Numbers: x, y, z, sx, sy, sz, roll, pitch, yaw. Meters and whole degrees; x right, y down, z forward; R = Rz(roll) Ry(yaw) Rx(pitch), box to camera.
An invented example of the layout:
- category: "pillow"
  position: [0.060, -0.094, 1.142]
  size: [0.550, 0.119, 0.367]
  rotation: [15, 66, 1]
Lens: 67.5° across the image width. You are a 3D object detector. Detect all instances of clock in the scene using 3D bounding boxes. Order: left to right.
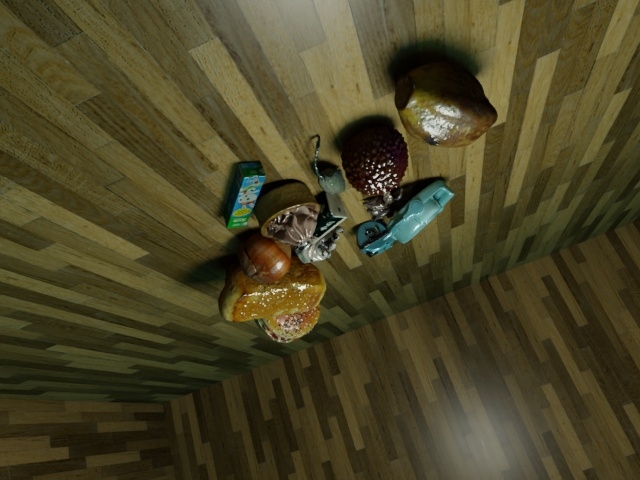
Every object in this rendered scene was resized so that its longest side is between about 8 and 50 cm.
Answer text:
- category: "clock"
  position: [0.335, -0.082, 1.698]
  size: [0.274, 0.094, 0.224]
  rotation: [-38, 168, -30]

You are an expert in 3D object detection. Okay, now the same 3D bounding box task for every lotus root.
- category: "lotus root"
  position: [0.293, -0.321, 1.161]
  size: [0.290, 0.193, 0.193]
  rotation: [3, 148, -42]

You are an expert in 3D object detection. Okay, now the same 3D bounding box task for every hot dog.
- category: "hot dog"
  position: [-0.191, 0.159, 1.779]
  size: [0.405, 0.223, 0.185]
  rotation: [-4, 132, -29]

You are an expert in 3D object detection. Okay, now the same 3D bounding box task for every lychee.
- category: "lychee"
  position: [0.150, -0.211, 1.290]
  size: [0.188, 0.188, 0.188]
  rotation: [-16, 156, -7]

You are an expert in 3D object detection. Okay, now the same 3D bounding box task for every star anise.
- category: "star anise"
  position: [0.246, -0.132, 1.675]
  size: [0.182, 0.065, 0.195]
  rotation: [-29, 147, 8]

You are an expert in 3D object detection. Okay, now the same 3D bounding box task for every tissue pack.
- category: "tissue pack"
  position: [-0.002, -0.073, 1.564]
  size: [0.090, 0.103, 0.170]
  rotation: [12, 141, -44]

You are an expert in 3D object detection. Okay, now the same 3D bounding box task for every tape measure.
- category: "tape measure"
  position: [0.201, -0.011, 1.826]
  size: [0.146, 0.125, 0.081]
  rotation: [-29, 160, -9]

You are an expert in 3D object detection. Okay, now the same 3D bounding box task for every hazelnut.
- category: "hazelnut"
  position: [-0.186, 0.054, 1.628]
  size: [0.182, 0.182, 0.182]
  rotation: [-16, 156, -7]

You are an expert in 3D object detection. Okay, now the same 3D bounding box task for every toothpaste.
- category: "toothpaste"
  position: [-0.219, -0.123, 1.357]
  size: [0.065, 0.050, 0.267]
  rotation: [-10, 156, -27]

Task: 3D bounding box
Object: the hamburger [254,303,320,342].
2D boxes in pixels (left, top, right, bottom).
- category: "hamburger"
  position: [-0.135, 0.273, 1.984]
  size: [0.300, 0.300, 0.176]
  rotation: [-2, 167, -34]

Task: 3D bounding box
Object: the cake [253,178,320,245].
- category: "cake"
  position: [-0.098, -0.061, 1.432]
  size: [0.207, 0.178, 0.185]
  rotation: [-8, 155, -18]

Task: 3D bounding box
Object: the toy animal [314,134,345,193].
- category: "toy animal"
  position: [0.015, -0.192, 1.351]
  size: [0.070, 0.079, 0.253]
  rotation: [-18, 156, 14]

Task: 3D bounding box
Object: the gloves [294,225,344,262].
- category: "gloves"
  position: [0.005, 0.002, 1.726]
  size: [0.212, 0.128, 0.111]
  rotation: [-26, 165, 25]
